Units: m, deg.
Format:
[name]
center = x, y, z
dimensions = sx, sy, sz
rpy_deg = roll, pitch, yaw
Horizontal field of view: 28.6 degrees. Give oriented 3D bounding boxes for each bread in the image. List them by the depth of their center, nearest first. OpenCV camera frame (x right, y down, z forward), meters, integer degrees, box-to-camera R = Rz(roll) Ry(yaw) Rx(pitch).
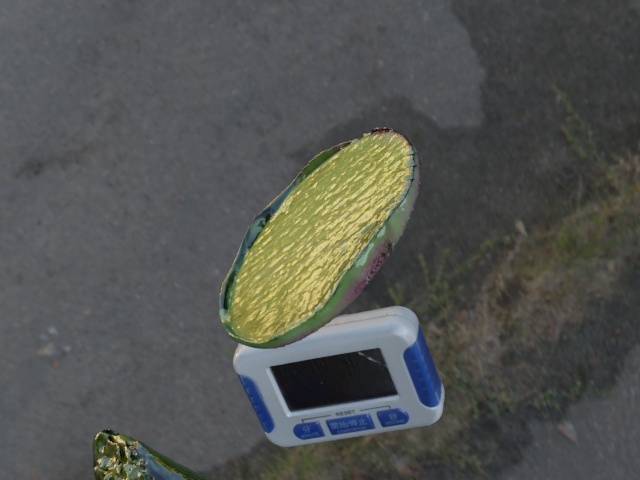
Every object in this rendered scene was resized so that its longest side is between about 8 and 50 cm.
[bread]
center = 0.000, 0.000, 1.059
dimensions = 0.228, 0.033, 0.228
rpy_deg = -37, 28, 23

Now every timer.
[timer]
center = 0.027, 0.179, 1.671
dimensions = 0.254, 0.178, 0.078
rpy_deg = -11, 31, 18

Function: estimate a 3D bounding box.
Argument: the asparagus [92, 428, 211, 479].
[asparagus]
center = -0.175, 0.369, 1.686
dimensions = 0.382, 0.108, 0.128
rpy_deg = 25, 40, 18
